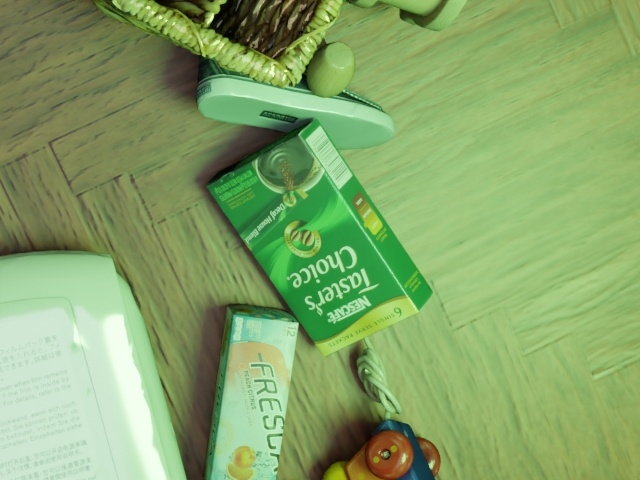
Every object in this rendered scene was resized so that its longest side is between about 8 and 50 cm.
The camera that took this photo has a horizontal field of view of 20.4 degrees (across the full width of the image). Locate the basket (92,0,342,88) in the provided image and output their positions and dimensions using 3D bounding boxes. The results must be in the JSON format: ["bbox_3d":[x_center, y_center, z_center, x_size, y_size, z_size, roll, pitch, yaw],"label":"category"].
[{"bbox_3d":[-0.081,-0.303,1.353,0.213,0.223,0.299,30,89,-41],"label":"basket"}]

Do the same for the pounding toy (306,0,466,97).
[{"bbox_3d":[0.042,-0.256,1.422,0.154,0.154,0.270,16,77,-15],"label":"pounding toy"}]

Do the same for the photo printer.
[{"bbox_3d":[-0.252,0.167,1.476,0.256,0.107,0.308,-16,98,-6],"label":"photo printer"}]

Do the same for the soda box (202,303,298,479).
[{"bbox_3d":[-0.062,0.149,1.526,0.058,0.063,0.183,7,95,-9],"label":"soda box"}]

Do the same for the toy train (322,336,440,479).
[{"bbox_3d":[0.027,0.208,1.543,0.143,0.105,0.248,-29,71,12],"label":"toy train"}]

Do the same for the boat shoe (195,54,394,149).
[{"bbox_3d":[-0.018,-0.135,1.501,0.183,0.065,0.083,12,63,-27],"label":"boat shoe"}]

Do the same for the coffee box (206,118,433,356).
[{"bbox_3d":[0.000,0.000,1.502,0.113,0.040,0.184,-26,103,33],"label":"coffee box"}]
